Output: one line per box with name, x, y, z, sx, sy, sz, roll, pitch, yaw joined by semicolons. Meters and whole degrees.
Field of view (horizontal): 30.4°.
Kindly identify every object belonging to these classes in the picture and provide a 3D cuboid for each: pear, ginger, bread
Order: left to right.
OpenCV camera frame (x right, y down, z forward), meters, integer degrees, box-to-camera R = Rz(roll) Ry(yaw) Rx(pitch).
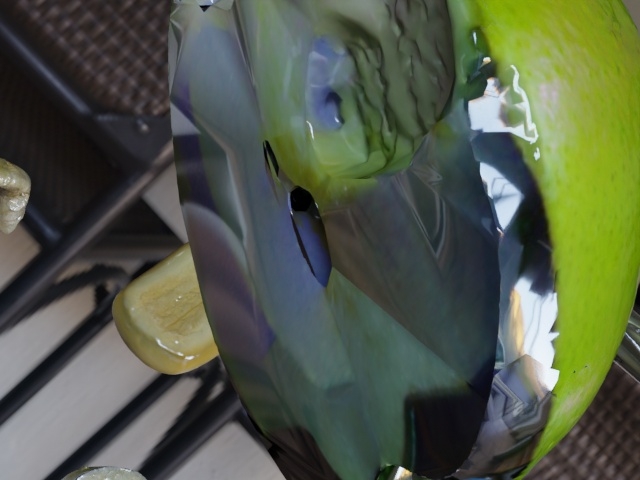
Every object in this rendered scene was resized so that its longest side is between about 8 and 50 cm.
ginger;-0.406;-0.118;1.330;0.089;0.075;0.288;52;-9;43
bread;-0.164;0.088;1.515;0.147;0.217;0.098;43;-40;17
pear;0.059;-0.037;0.692;0.399;0.165;0.398;38;-46;54

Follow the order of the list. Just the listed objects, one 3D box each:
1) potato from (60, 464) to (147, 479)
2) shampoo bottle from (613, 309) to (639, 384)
potato;-0.343;0.423;1.724;0.182;0.202;0.117;8;-4;-42
shampoo bottle;0.461;0.145;1.795;0.350;0.084;0.125;41;4;10
